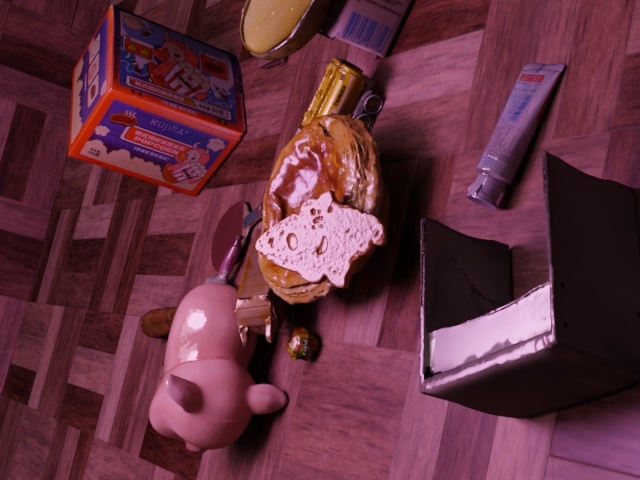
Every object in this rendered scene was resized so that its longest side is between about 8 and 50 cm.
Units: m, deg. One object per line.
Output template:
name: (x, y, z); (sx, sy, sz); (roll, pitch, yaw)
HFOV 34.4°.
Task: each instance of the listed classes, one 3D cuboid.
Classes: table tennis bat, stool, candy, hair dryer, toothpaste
table tennis bat: (-0.179, -0.026, 2.301); (0.274, 0.021, 0.154); (-35, 47, 49)
stool: (0.267, 0.068, 1.333); (0.244, 0.170, 0.269); (-32, 48, 48)
candy: (-0.047, 0.158, 1.956); (0.060, 0.060, 0.201); (-61, 23, 19)
hair dryer: (-0.199, 0.061, 2.245); (0.106, 0.054, 0.154); (19, 96, 56)
toothpaste: (0.288, -0.162, 1.549); (0.089, 0.057, 0.234); (19, 85, 59)

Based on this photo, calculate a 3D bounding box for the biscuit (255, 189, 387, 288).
biscuit: (0.000, 0.000, 1.695); (0.250, 0.035, 0.162); (-4, 78, 30)

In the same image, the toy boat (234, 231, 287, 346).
toy boat: (-0.103, 0.091, 1.982); (0.089, 0.115, 0.310); (-10, 31, 11)

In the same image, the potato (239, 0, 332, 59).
potato: (-0.034, -0.450, 1.924); (0.160, 0.111, 0.271); (46, 112, 34)

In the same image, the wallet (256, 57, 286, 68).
wallet: (-0.105, -0.477, 2.407); (0.118, 0.039, 0.152); (-10, 67, 55)

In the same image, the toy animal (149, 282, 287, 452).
toy animal: (-0.210, 0.248, 2.006); (0.269, 0.237, 0.326); (-166, 88, -68)

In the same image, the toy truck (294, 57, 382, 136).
toy truck: (0.024, -0.230, 1.968); (0.226, 0.114, 0.098); (-64, 30, 15)

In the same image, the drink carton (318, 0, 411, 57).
drink carton: (0.103, -0.530, 1.978); (0.324, 0.132, 0.194); (-65, 31, 15)

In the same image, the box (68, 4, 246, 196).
box: (-0.401, -0.341, 2.520); (0.257, 0.349, 0.318); (-48, 36, 37)

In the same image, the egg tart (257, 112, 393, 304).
egg tart: (0.019, -0.050, 1.834); (0.352, 0.150, 0.351); (-24, 58, 48)

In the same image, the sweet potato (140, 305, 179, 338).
sweet potato: (-0.346, 0.184, 2.421); (0.273, 0.075, 0.075); (-21, 57, 52)
